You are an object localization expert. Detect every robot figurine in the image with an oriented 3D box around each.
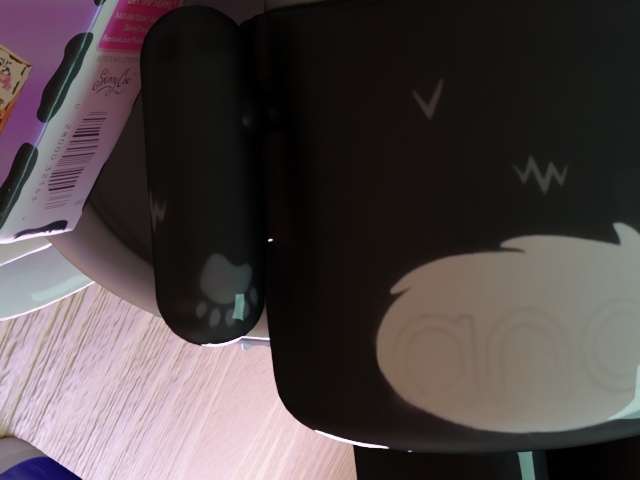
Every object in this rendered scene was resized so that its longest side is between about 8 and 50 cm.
[{"bbox_3d":[0.059,-0.027,0.566,0.209,0.173,0.278,-18,104,-64],"label":"robot figurine"}]

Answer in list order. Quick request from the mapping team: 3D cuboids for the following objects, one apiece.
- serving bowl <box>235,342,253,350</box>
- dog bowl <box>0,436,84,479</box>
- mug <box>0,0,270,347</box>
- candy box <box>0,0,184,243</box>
[{"bbox_3d":[-0.059,0.060,1.472,0.083,0.027,0.083,-55,167,-19],"label":"serving bowl"},{"bbox_3d":[-0.243,0.274,1.107,0.265,0.104,0.265,-54,166,-20],"label":"dog bowl"},{"bbox_3d":[-0.047,-0.059,0.831,0.374,0.276,0.328,-28,174,2],"label":"mug"},{"bbox_3d":[-0.121,-0.124,0.539,0.196,0.164,0.070,-62,167,14],"label":"candy box"}]
